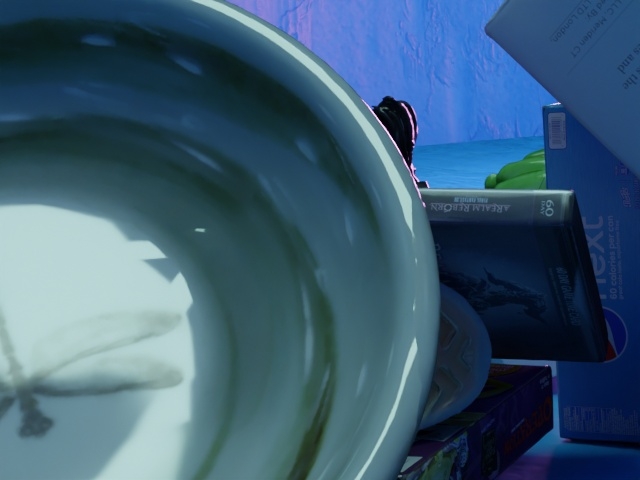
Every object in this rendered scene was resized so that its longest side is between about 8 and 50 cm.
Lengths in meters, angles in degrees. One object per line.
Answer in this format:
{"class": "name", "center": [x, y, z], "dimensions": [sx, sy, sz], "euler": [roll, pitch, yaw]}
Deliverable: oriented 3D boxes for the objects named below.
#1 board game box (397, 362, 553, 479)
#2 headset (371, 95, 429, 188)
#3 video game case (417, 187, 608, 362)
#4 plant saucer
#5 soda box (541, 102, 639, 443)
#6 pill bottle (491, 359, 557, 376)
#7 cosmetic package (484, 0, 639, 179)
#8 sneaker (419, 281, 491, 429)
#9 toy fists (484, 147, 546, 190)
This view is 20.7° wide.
{"class": "board game box", "center": [-0.059, 0.112, 1.048], "dimensions": [0.347, 0.056, 0.208], "euler": [2, 17, 29]}
{"class": "headset", "center": [0.000, 0.000, 1.339], "dimensions": [0.243, 0.185, 0.394], "euler": [-4, 9, 26]}
{"class": "video game case", "center": [0.018, 0.020, 1.000], "dimensions": [0.274, 0.026, 0.196], "euler": [2, -24, 16]}
{"class": "plant saucer", "center": [-0.146, 0.047, 0.814], "dimensions": [0.400, 0.400, 0.100], "euler": [-3, -34, -2]}
{"class": "soda box", "center": [0.187, 0.017, 1.092], "dimensions": [0.067, 0.210, 0.071], "euler": [1, 8, 33]}
{"class": "pill bottle", "center": [0.153, 0.055, 1.291], "dimensions": [0.086, 0.086, 0.152], "euler": [-3, 7, 1]}
{"class": "cosmetic package", "center": [0.299, -0.049, 0.952], "dimensions": [0.385, 0.156, 0.217], "euler": [44, 26, 10]}
{"class": "sneaker", "center": [-0.062, 0.052, 0.962], "dimensions": [0.302, 0.108, 0.121], "euler": [2, 2, -4]}
{"class": "toy fists", "center": [0.203, -0.011, 1.562], "dimensions": [0.096, 0.142, 0.279], "euler": [0, 7, 18]}
